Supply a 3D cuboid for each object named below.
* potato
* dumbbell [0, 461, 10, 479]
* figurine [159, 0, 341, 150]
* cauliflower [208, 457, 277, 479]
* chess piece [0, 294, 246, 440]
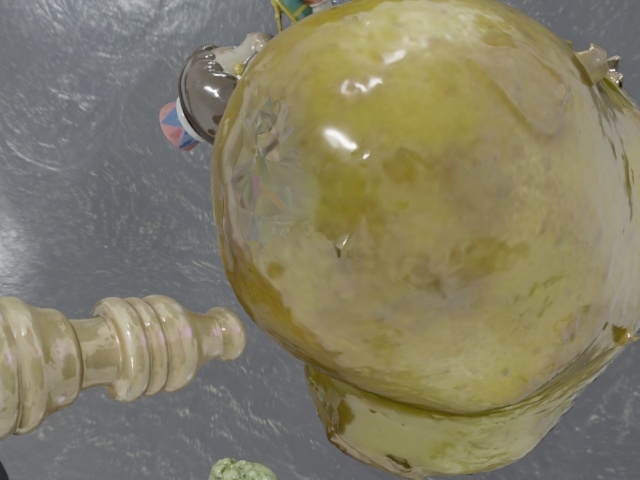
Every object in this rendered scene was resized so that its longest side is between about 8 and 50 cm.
[{"bbox_3d":[0.033,0.016,0.515,0.296,0.397,0.289,-3,50,-43],"label":"potato"},{"bbox_3d":[-0.554,0.384,1.002,0.218,0.152,0.152,-44,93,9],"label":"dumbbell"},{"bbox_3d":[-0.084,-0.206,0.895,0.276,0.161,0.158,-40,86,10],"label":"figurine"},{"bbox_3d":[-0.168,0.466,1.162,0.260,0.327,0.281,-40,76,-15],"label":"cauliflower"},{"bbox_3d":[-0.207,0.117,0.772,0.307,0.139,0.123,-1,98,-41],"label":"chess piece"}]
